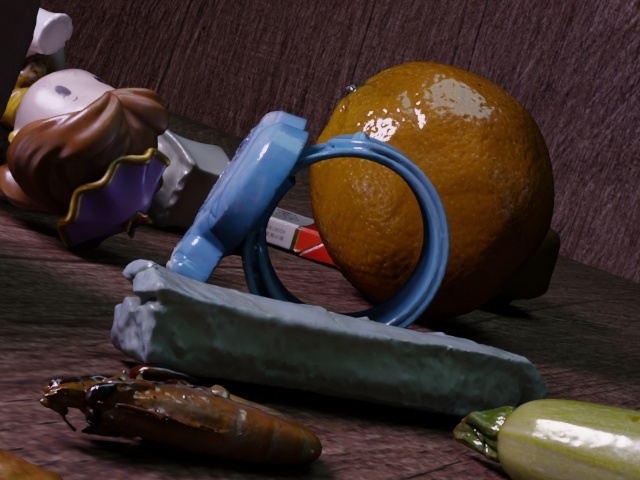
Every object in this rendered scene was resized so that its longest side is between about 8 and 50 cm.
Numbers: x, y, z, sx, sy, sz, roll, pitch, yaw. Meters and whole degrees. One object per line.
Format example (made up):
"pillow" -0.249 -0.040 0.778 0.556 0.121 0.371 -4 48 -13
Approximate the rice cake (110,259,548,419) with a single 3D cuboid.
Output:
"rice cake" 0.017 0.077 0.882 0.336 0.063 0.066 16 1 -36

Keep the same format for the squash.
"squash" 0.181 0.141 0.801 0.224 0.094 0.094 13 3 30

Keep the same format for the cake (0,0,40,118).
"cake" -0.350 -0.123 0.818 0.237 0.230 0.309 23 7 21

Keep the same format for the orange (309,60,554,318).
"orange" 0.110 -0.054 1.357 0.264 0.264 0.264 18 7 -2

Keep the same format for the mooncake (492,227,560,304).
"mooncake" 0.174 0.006 1.665 0.235 0.117 0.235 16 8 -2

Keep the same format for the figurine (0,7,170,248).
"figurine" -0.236 -0.105 1.139 0.263 0.189 0.142 37 39 21

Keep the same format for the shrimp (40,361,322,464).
"shrimp" -0.083 0.083 0.702 0.178 0.034 0.124 15 4 -36

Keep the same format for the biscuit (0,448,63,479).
"biscuit" -0.173 0.091 0.367 0.305 0.038 0.305 19 5 -2

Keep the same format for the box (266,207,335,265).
"box" -0.067 -0.022 1.593 0.245 0.035 0.139 19 6 6

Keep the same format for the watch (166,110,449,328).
"watch" 0.000 0.000 1.070 0.193 0.211 0.211 32 5 -5

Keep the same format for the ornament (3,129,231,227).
"ornament" -0.212 -0.079 1.350 0.285 0.130 0.120 23 17 -51
